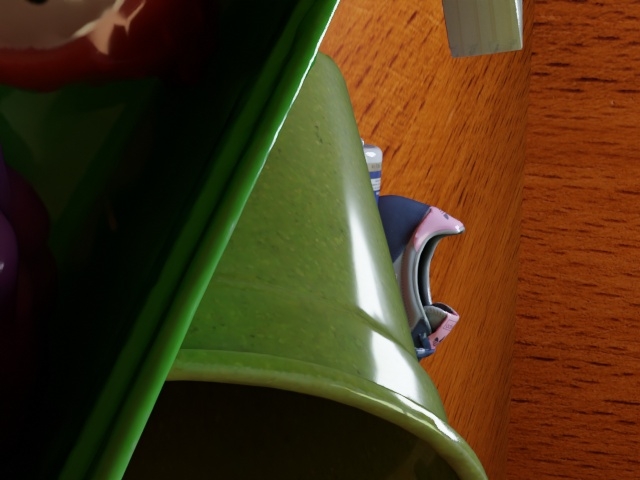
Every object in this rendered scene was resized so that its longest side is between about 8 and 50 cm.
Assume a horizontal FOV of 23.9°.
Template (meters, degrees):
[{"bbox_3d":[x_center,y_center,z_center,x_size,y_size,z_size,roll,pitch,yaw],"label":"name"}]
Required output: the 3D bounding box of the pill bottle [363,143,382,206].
[{"bbox_3d":[0.000,0.000,1.295,0.094,0.094,0.169,-24,120,-74],"label":"pill bottle"}]

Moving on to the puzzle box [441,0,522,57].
[{"bbox_3d":[0.108,-0.343,1.108,0.409,0.052,0.272,-79,159,-57],"label":"puzzle box"}]

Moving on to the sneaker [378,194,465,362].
[{"bbox_3d":[0.073,0.113,1.574,0.112,0.131,0.319,-11,107,-76],"label":"sneaker"}]

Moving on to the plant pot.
[{"bbox_3d":[-0.069,0.030,0.727,0.276,0.276,0.254,78,6,-53],"label":"plant pot"}]

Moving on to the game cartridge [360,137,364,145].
[{"bbox_3d":[-0.039,0.040,1.050,0.294,0.060,0.196,121,-12,-66],"label":"game cartridge"}]

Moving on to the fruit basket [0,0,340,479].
[{"bbox_3d":[-0.137,-0.093,0.400,0.392,0.283,0.392,20,90,-89],"label":"fruit basket"}]
